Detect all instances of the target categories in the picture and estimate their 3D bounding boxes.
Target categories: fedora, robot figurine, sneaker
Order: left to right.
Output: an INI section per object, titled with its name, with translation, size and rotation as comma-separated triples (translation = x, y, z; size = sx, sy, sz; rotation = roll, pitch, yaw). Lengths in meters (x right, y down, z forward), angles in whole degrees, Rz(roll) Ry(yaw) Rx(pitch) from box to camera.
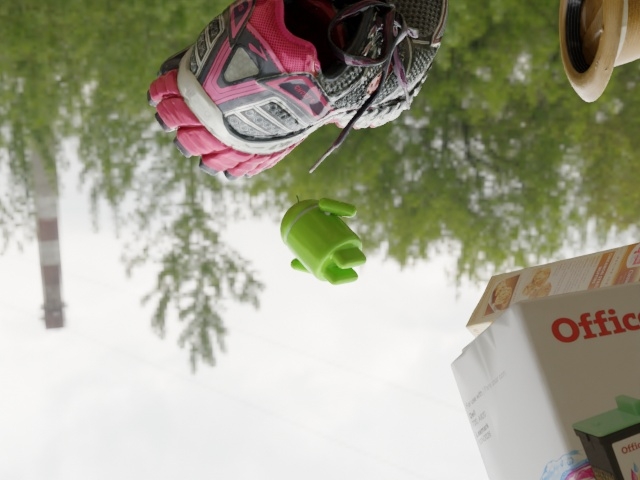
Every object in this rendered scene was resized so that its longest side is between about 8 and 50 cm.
[robot figurine]
translation = 0.000, 0.000, 1.200
size = 0.067, 0.101, 0.115
rotation = -11, -135, -42
[sneaker]
translation = 0.019, -0.134, 0.729
size = 0.112, 0.121, 0.299
rotation = -38, -178, 40
[fedora]
translation = 0.317, -0.242, 1.155
size = 0.079, 0.194, 0.194
rotation = -3, -161, -4

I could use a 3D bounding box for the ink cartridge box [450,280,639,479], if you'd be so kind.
[ink cartridge box]
translation = 0.232, 0.168, 0.699
size = 0.202, 0.278, 0.117
rotation = -8, 155, -20

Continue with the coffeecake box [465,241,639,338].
[coffeecake box]
translation = 0.246, 0.084, 0.934
size = 0.185, 0.142, 0.068
rotation = -18, -148, 51
